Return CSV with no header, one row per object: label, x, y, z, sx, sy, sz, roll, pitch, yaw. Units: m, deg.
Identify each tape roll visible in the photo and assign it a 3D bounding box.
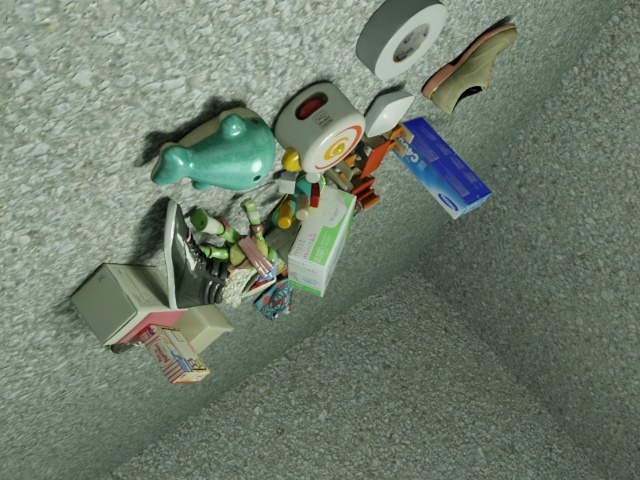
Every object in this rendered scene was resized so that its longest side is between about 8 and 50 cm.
tape roll,0.187,-0.476,1.555,0.219,0.072,0.219,-38,165,-12

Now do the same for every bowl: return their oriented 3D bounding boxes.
bowl,0.182,-0.364,1.899,0.142,0.053,0.142,-28,160,-42

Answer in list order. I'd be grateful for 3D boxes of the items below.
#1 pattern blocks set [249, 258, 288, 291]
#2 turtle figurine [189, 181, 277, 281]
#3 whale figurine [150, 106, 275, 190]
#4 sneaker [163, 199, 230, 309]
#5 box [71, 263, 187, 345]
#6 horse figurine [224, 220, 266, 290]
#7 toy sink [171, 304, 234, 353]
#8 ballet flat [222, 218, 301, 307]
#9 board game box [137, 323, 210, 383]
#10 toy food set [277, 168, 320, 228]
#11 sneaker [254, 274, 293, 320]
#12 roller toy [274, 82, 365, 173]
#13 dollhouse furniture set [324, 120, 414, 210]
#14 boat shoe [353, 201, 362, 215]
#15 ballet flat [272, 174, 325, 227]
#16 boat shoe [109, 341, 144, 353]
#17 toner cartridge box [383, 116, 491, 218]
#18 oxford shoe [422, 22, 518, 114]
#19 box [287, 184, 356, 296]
pattern blocks set,-0.115,0.060,2.437,0.325,0.026,0.285,-33,164,-25
turtle figurine,-0.246,-0.020,1.752,0.198,0.274,0.266,-24,156,36
whale figurine,-0.204,-0.162,1.363,0.272,0.141,0.216,-24,158,-45
sneaker,-0.286,0.035,1.573,0.147,0.104,0.295,-1,122,-5
box,-0.457,0.153,1.635,0.127,0.148,0.232,-42,165,11
horse figurine,-0.245,0.062,1.996,0.263,0.066,0.174,-49,-169,-11
toy sink,-0.393,0.254,2.077,0.131,0.152,0.234,-41,166,3
ballet flat,-0.161,0.062,2.134,0.409,0.147,0.147,-40,165,-5
board game box,-0.358,0.282,1.673,0.045,0.146,0.193,-39,165,1
toy food set,-0.055,-0.150,1.843,0.104,0.111,0.232,-88,-174,-53
sneaker,-0.138,0.219,2.613,0.262,0.125,0.104,-44,171,38
roller toy,0.002,-0.257,1.584,0.209,0.146,0.191,-22,156,-48
dollhouse furniture set,0.153,-0.220,2.077,0.262,0.135,0.259,-33,163,-26
boat shoe,0.045,-0.088,2.233,0.207,0.073,0.073,-27,-176,27
ballet flat,-0.062,-0.127,1.973,0.231,0.077,0.077,-46,-175,31
boat shoe,-0.479,0.233,1.913,0.335,0.095,0.112,-46,164,19
toner cartridge box,0.375,-0.237,2.161,0.165,0.347,0.075,-25,160,-44
oxford shoe,0.478,-0.513,2.041,0.348,0.130,0.123,-40,165,0
box,0.000,0.000,2.051,0.231,0.127,0.261,97,16,-64
